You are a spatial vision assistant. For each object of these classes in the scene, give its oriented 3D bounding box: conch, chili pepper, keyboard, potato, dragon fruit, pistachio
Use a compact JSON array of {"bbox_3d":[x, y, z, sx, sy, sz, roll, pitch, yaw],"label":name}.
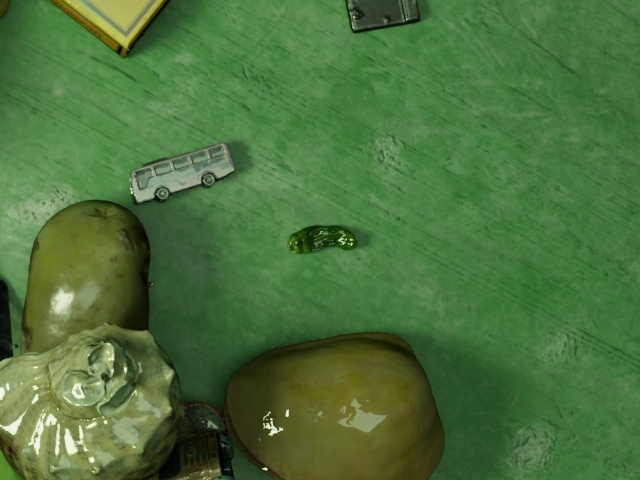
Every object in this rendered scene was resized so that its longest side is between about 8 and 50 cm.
[{"bbox_3d":[-0.252,0.212,1.530,0.210,0.159,0.291,-5,133,-10],"label":"conch"},{"bbox_3d":[0.000,-0.001,1.778,0.091,0.034,0.030,-4,123,-12],"label":"chili pepper"},{"bbox_3d":[0.058,-0.423,1.796,0.100,0.018,0.310,-12,92,-10],"label":"keyboard"},{"bbox_3d":[-0.272,0.083,1.650,0.164,0.165,0.262,3,89,-11],"label":"potato"},{"bbox_3d":[-0.159,0.231,1.727,0.083,0.056,0.060,-26,72,-17],"label":"dragon fruit"},{"bbox_3d":[0.017,0.219,1.710,0.260,0.163,0.213,-8,58,-9],"label":"pistachio"}]

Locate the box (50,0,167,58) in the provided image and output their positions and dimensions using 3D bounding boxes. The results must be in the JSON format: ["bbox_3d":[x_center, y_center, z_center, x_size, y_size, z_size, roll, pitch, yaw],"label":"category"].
[{"bbox_3d":[-0.219,-0.398,1.707,0.193,0.084,0.301,38,82,-9],"label":"box"}]

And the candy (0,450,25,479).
[{"bbox_3d":[-0.366,0.324,1.642,0.132,0.142,0.344,-27,95,-21],"label":"candy"}]

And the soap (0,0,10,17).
[{"bbox_3d":[-0.521,-0.154,1.667,0.169,0.304,0.339,32,44,-3],"label":"soap"}]

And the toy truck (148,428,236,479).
[{"bbox_3d":[-0.150,0.359,1.676,0.140,0.108,0.257,-11,115,-3],"label":"toy truck"}]

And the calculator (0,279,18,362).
[{"bbox_3d":[-0.443,0.074,1.580,0.021,0.261,0.161,-31,52,26],"label":"calculator"}]

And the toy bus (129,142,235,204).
[{"bbox_3d":[-0.171,-0.082,1.737,0.130,0.037,0.052,-18,91,-12],"label":"toy bus"}]
